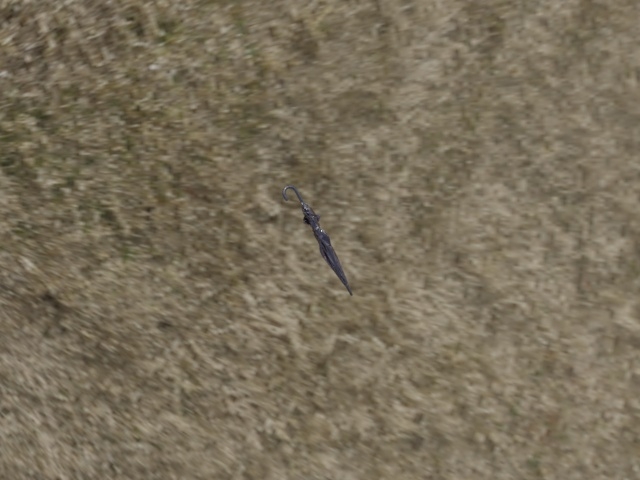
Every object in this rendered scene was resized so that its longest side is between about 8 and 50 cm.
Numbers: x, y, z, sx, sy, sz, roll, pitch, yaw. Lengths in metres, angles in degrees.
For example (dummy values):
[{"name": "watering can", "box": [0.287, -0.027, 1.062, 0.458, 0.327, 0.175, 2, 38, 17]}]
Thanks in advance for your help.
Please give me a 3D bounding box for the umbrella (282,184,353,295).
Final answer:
[{"name": "umbrella", "box": [0.002, -0.002, 1.399, 0.022, 0.013, 0.122, -35, 96, -25]}]
